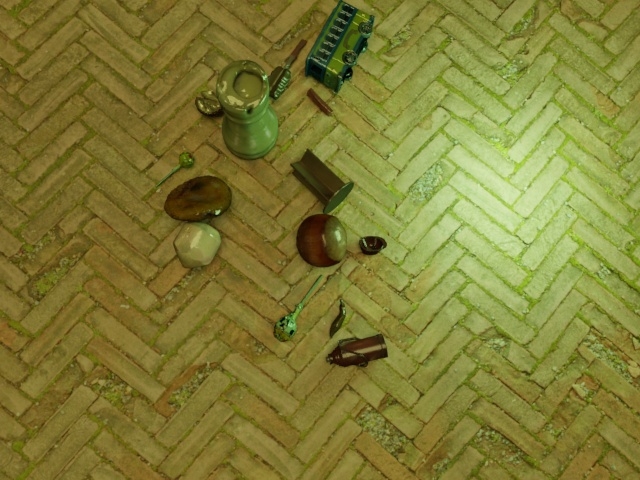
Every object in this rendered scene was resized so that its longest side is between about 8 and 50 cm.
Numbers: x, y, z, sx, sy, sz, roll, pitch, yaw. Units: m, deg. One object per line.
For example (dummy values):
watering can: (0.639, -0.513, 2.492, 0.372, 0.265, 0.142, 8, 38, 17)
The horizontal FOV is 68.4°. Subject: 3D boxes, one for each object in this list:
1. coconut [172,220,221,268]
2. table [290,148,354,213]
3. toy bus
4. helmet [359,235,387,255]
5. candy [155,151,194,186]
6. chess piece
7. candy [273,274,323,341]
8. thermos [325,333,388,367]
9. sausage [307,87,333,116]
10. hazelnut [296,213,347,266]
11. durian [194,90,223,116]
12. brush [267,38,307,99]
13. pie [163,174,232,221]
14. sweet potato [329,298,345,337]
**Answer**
coconut: (-0.472, 0.019, 1.772, 0.171, 0.171, 0.183, 28, 76, 0)
table: (-0.006, -0.240, 1.850, 0.167, 0.167, 0.226, -44, 78, -7)
toy bus: (0.078, -0.783, 1.912, 0.190, 0.152, 0.312, 27, 82, -1)
helmet: (0.204, 0.031, 1.868, 0.111, 0.057, 0.089, -2, 41, -8)
candy: (-0.581, -0.276, 1.865, 0.194, 0.058, 0.062, -40, 79, 1)
chess piece: (-0.264, -0.461, 1.706, 0.234, 0.442, 0.234, 1, 83, -5)
candy: (-0.076, 0.256, 1.819, 0.083, 0.091, 0.305, 44, 73, -26)
thermos: (0.132, 0.425, 1.802, 0.232, 0.099, 0.124, -12, 47, -3)
sausage: (-0.001, -0.568, 1.941, 0.147, 0.035, 0.030, 47, 115, 3)
hazelnut: (0.000, 0.000, 1.804, 0.214, 0.176, 0.214, -6, 74, 23)
durian: (-0.429, -0.540, 1.890, 0.140, 0.071, 0.110, 14, 77, 12)
brush: (-0.138, -0.715, 1.937, 0.084, 0.071, 0.301, 30, 77, 4)
pie: (-0.466, -0.156, 1.794, 0.273, 0.069, 0.273, 2, 40, -1)
sweet potato: (0.072, 0.307, 1.838, 0.041, 0.038, 0.153, 24, 80, -23)
